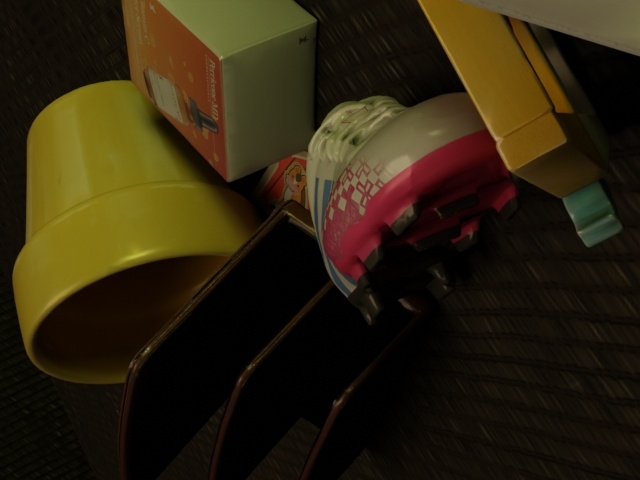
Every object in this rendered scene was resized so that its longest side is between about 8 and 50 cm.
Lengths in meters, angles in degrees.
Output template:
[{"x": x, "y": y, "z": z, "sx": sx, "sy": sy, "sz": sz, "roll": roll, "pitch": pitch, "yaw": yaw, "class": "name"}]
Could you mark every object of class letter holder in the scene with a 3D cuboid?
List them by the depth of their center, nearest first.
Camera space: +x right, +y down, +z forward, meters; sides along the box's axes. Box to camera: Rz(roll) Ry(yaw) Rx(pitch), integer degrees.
[{"x": -0.053, "y": 0.151, "z": 0.945, "sx": 0.152, "sy": 0.214, "sz": 0.302, "roll": 37, "pitch": 148, "yaw": 14, "class": "letter holder"}]

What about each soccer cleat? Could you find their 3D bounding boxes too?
[{"x": 0.036, "y": -0.041, "z": 0.689, "sx": 0.331, "sy": 0.116, "sz": 0.143, "roll": 100, "pitch": 146, "yaw": -75, "class": "soccer cleat"}]

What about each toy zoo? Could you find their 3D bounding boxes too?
[{"x": 0.075, "y": -0.131, "z": 0.542, "sx": 0.293, "sy": 0.030, "sz": 0.192, "roll": 62, "pitch": -160, "yaw": 5, "class": "toy zoo"}]

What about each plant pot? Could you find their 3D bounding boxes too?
[{"x": -0.191, "y": -0.018, "z": 1.087, "sx": 0.254, "sy": 0.254, "sz": 0.239, "roll": 108, "pitch": 146, "yaw": -56, "class": "plant pot"}]

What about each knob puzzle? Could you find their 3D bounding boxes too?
[{"x": 0.000, "y": 0.000, "z": 0.960, "sx": 0.213, "sy": 0.030, "sz": 0.213, "roll": 44, "pitch": 148, "yaw": 37, "class": "knob puzzle"}]

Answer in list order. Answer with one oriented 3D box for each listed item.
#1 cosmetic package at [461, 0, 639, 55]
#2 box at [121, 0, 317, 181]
[{"x": 0.053, "y": -0.204, "z": 0.245, "sx": 0.377, "sy": 0.097, "sz": 0.284, "roll": 16, "pitch": 127, "yaw": -1, "class": "cosmetic package"}, {"x": -0.087, "y": -0.156, "z": 0.908, "sx": 0.170, "sy": 0.091, "sz": 0.130, "roll": 45, "pitch": 149, "yaw": 36, "class": "box"}]
